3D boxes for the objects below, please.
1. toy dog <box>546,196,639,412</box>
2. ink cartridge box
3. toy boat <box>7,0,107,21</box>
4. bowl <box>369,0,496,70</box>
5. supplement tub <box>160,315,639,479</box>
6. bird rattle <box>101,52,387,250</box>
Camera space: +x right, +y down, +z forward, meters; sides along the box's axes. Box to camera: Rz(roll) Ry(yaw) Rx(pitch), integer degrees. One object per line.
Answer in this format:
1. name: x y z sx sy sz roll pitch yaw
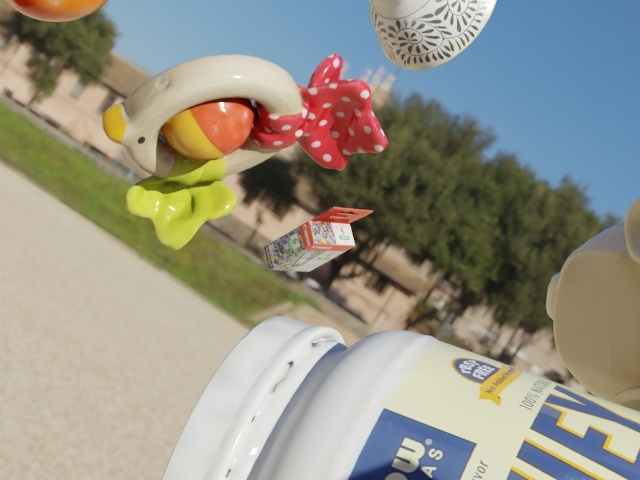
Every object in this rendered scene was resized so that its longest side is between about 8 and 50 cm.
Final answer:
1. toy dog: 0.464 0.104 1.240 0.408 0.284 0.395 3 -6 -22
2. ink cartridge box: 0.000 0.000 1.326 0.063 0.029 0.115 4 -24 -44
3. toy boat: -0.155 -0.115 0.512 0.151 0.151 0.231 102 -24 -72
4. bowl: 0.111 -0.287 1.420 0.080 0.170 0.170 28 1 -43
5. supplement tub: 0.091 0.185 0.660 0.325 0.235 0.235 19 -7 17
6. bird rattle: -0.079 -0.096 1.120 0.253 0.143 0.207 -16 -21 20
